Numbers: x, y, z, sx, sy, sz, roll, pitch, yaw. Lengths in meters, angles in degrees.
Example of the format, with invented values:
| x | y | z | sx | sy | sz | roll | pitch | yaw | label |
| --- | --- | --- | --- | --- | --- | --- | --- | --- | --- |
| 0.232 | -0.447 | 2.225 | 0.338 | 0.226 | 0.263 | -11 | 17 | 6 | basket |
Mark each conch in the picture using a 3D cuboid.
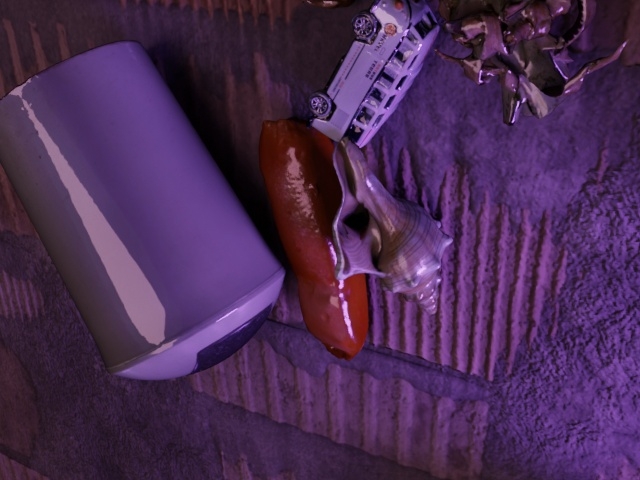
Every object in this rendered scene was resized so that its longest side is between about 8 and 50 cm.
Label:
| x | y | z | sx | sy | sz | roll | pitch | yaw | label |
| --- | --- | --- | --- | --- | --- | --- | --- | --- | --- |
| 0.071 | 0.001 | 0.935 | 0.234 | 0.137 | 0.114 | 38 | 176 | -9 | conch |

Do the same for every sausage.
| x | y | z | sx | sy | sz | roll | pitch | yaw | label |
| --- | --- | --- | --- | --- | --- | --- | --- | --- | --- |
| 0.001 | 0.000 | 1.013 | 0.097 | 0.094 | 0.349 | 12 | 125 | 48 | sausage |

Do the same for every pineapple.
| x | y | z | sx | sy | sz | roll | pitch | yaw | label |
| --- | --- | --- | --- | --- | --- | --- | --- | --- | --- |
| 0.159 | -0.244 | 0.698 | 0.262 | 0.262 | 0.272 | -10 | 123 | 38 | pineapple |

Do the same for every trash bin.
| x | y | z | sx | sy | sz | roll | pitch | yaw | label |
| --- | --- | --- | --- | --- | --- | --- | --- | --- | --- |
| -0.242 | -0.022 | 1.050 | 0.280 | 0.280 | 0.432 | -25 | 97 | 41 | trash bin |

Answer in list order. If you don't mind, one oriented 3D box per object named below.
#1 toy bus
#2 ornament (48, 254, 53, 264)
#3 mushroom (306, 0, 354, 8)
| x | y | z | sx | sy | sz | roll | pitch | yaw | label |
| --- | --- | --- | --- | --- | --- | --- | --- | --- | --- |
| 0.061 | -0.194 | 0.864 | 0.089 | 0.087 | 0.194 | 36 | 130 | 3 | toy bus |
| -0.360 | 0.052 | 1.302 | 0.236 | 0.080 | 0.202 | 11 | 119 | 26 | ornament |
| -0.019 | -0.338 | 0.840 | 0.060 | 0.061 | 0.187 | -16 | 112 | 52 | mushroom |
